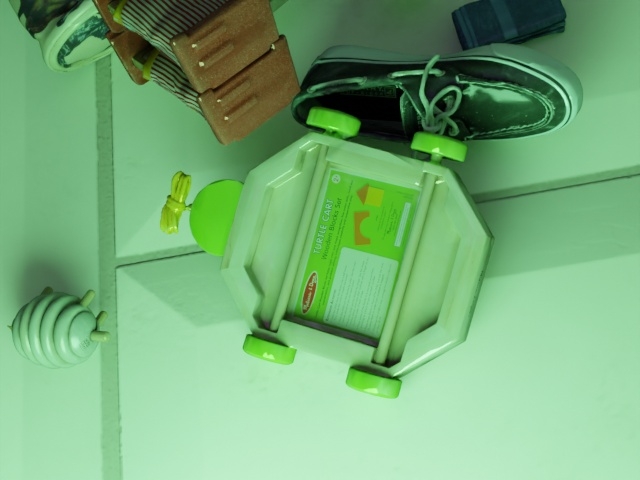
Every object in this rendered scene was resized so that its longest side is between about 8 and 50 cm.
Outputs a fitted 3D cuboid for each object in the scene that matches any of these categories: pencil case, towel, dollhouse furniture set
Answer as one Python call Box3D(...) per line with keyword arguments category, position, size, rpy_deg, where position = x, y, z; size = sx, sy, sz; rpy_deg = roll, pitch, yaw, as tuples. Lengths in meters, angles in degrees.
Box3D(category="pencil case", position=(-0.336, -0.391, 1.660), size=(0.160, 0.183, 0.410), rpy_deg=(-24, 74, -32))
Box3D(category="towel", position=(0.210, -0.247, 1.579), size=(0.119, 0.029, 0.067), rpy_deg=(-18, 63, 6))
Box3D(category="dollhouse furniture set", position=(-0.043, -0.291, 1.529), size=(0.374, 0.152, 0.201), rpy_deg=(-39, 45, -18))

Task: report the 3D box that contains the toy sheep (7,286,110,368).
Box3D(category="toy sheep", position=(-0.277, 0.095, 1.507), size=(0.132, 0.091, 0.091), rpy_deg=(-1, 64, 34))

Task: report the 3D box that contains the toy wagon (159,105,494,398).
Box3D(category="toy wagon", position=(0.000, 0.000, 1.457), size=(0.344, 0.068, 0.267), rpy_deg=(16, 89, 21))

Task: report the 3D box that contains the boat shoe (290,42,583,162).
Box3D(category="boat shoe", position=(0.117, -0.145, 1.490), size=(0.306, 0.113, 0.105), rpy_deg=(11, 40, 19))
